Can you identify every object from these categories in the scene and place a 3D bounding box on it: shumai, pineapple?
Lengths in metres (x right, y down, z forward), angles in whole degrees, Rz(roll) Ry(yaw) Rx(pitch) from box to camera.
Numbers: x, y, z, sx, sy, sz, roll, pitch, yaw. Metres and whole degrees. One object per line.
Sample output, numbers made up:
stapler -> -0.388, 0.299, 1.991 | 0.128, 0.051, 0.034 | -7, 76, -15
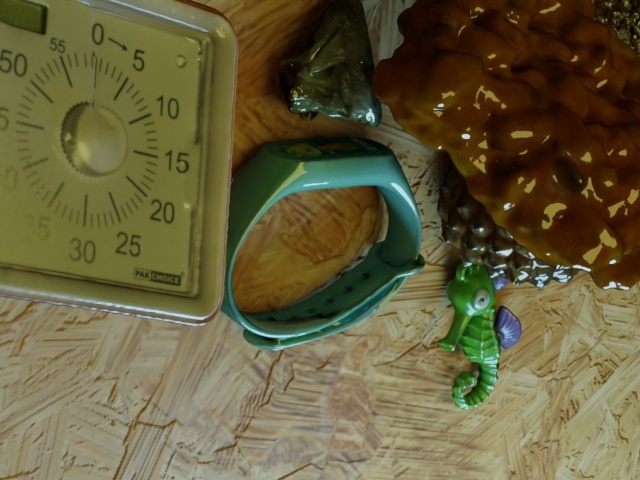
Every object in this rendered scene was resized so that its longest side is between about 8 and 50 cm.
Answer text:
shumai -> 0.006, -0.152, 1.351 | 0.087, 0.123, 0.099 | -10, 147, 5
pineapple -> 0.218, -0.023, 1.506 | 0.166, 0.193, 0.166 | -21, 123, -36

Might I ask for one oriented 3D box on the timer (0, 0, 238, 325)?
timer -> -0.192, -0.082, 1.155 | 0.257, 0.161, 0.250 | 12, 92, -43

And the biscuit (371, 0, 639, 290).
biscuit -> 0.206, -0.117, 1.362 | 0.110, 0.312, 0.318 | -43, -176, 34

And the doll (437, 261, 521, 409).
doll -> 0.166, 0.099, 1.619 | 0.115, 0.050, 0.190 | -34, 130, -30

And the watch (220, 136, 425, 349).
watch -> 0.000, 0.000, 1.415 | 0.237, 0.068, 0.195 | -9, 116, -37

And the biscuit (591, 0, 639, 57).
biscuit -> 0.315, -0.286, 1.590 | 0.131, 0.025, 0.231 | -24, 123, -31
